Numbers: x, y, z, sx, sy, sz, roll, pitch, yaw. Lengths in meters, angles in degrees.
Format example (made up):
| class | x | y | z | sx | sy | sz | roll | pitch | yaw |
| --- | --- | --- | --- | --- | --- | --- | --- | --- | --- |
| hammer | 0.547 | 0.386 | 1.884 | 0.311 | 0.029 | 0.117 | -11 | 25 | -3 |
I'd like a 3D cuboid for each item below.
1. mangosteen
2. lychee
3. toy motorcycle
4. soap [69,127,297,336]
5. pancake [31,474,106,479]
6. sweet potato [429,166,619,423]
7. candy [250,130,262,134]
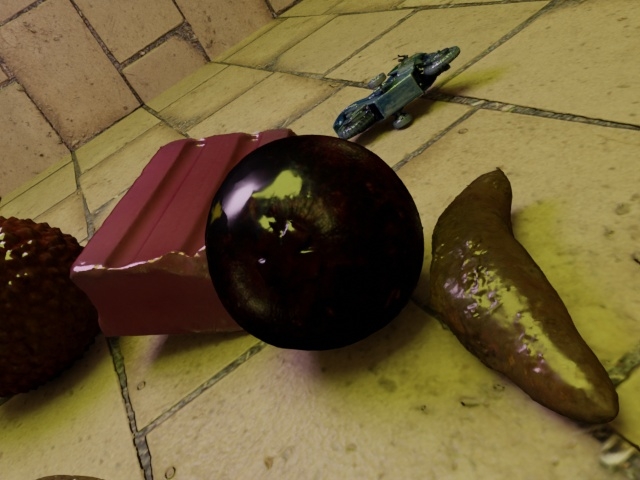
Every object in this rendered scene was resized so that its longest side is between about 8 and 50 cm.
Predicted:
| class | x | y | z | sx | sy | sz | roll | pitch | yaw |
| --- | --- | --- | --- | --- | --- | --- | --- | --- | --- |
| mangosteen | 0.000 | 0.000 | 0.663 | 0.228 | 0.228 | 0.265 | -23 | -1 | 16 |
| lychee | -0.462 | 0.090 | 0.914 | 0.275 | 0.304 | 0.276 | 0 | 61 | 1 |
| toy motorcycle | 0.127 | -0.258 | 1.075 | 0.254 | 0.092 | 0.135 | -35 | 17 | 15 |
| soap | -0.163 | -0.028 | 0.887 | 0.232 | 0.128 | 0.360 | -5 | 34 | 12 |
| pancake | -0.227 | 0.265 | 0.546 | 0.158 | 0.158 | 0.028 | -121 | 46 | -63 |
| sweet potato | 0.153 | 0.034 | 0.560 | 0.114 | 0.092 | 0.341 | -9 | 32 | 6 |
| candy | -0.113 | -0.146 | 1.149 | 0.092 | 0.073 | 0.160 | -33 | 26 | -13 |
